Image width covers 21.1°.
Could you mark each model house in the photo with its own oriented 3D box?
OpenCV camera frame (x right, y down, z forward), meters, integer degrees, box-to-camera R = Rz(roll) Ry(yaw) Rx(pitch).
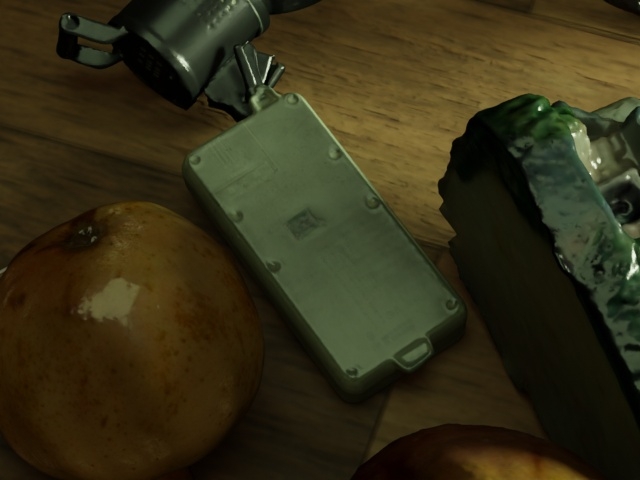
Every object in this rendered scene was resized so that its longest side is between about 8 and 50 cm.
[{"bbox_3d":[0.267,0.017,1.225,0.284,0.243,0.298,-20,71,-15],"label":"model house"}]

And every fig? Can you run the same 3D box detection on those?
[{"bbox_3d":[0.104,0.228,1.110,0.224,0.263,0.224,-1,92,-25],"label":"fig"}]

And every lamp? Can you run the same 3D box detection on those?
[{"bbox_3d":[-0.083,-0.193,1.434,0.172,0.147,0.227,41,75,-2],"label":"lamp"}]

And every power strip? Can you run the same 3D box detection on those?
[{"bbox_3d":[0.000,0.000,1.342,0.118,0.046,0.270,-32,69,-12],"label":"power strip"}]

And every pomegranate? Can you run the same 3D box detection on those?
[{"bbox_3d":[-0.141,0.075,1.227,0.207,0.207,0.207,-1,59,2],"label":"pomegranate"}]

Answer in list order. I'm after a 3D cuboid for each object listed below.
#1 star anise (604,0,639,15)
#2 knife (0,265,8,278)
[{"bbox_3d":[0.351,-0.238,1.407,0.283,0.212,0.129,-15,95,4],"label":"star anise"},{"bbox_3d":[-0.282,0.065,1.337,0.256,0.022,0.046,-34,59,-17],"label":"knife"}]
